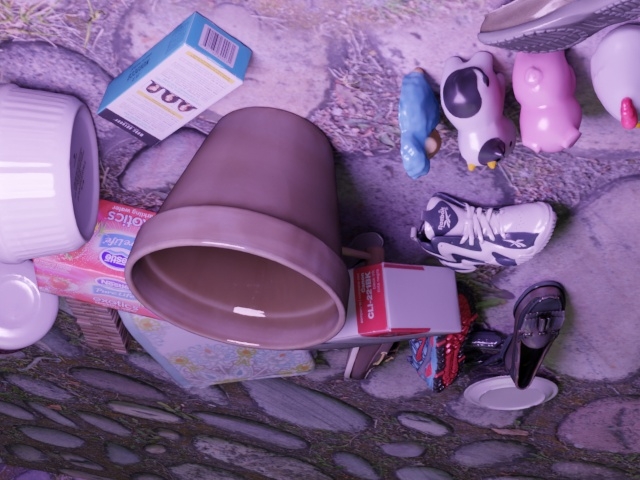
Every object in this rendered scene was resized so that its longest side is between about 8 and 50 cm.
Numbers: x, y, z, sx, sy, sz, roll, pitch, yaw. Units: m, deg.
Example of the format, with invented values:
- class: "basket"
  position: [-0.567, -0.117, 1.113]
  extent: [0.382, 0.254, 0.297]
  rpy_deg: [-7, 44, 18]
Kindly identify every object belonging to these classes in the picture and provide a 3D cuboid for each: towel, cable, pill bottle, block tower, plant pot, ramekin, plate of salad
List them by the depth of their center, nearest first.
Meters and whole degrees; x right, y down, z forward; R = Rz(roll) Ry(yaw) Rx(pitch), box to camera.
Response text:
- class: "plant pot"
  position: [-0.096, -0.029, 1.452]
  extent: [0.323, 0.280, 0.323]
  rpy_deg: [9, 150, 5]
- class: "ramekin"
  position: [-0.416, -0.101, 1.481]
  extent: [0.127, 0.273, 0.273]
  rpy_deg: [-1, 150, -1]
- class: "cable"
  position: [0.309, 0.216, 1.975]
  extent: [0.184, 0.047, 0.150]
  rpy_deg: [-1, 153, 18]
- class: "pill bottle"
  position: [-0.642, 0.140, 2.010]
  extent: [0.181, 0.182, 0.323]
  rpy_deg: [22, 164, -16]
- class: "towel"
  position: [-0.200, 0.188, 2.026]
  extent: [0.320, 0.090, 0.374]
  rpy_deg: [-10, 146, 13]
- class: "block tower"
  position: [-0.460, 0.130, 2.052]
  extent: [0.090, 0.097, 0.335]
  rpy_deg: [9, 152, 7]
- class: "plate of salad"
  position: [0.406, 0.317, 2.102]
  extent: [0.199, 0.048, 0.200]
  rpy_deg: [0, 151, 0]

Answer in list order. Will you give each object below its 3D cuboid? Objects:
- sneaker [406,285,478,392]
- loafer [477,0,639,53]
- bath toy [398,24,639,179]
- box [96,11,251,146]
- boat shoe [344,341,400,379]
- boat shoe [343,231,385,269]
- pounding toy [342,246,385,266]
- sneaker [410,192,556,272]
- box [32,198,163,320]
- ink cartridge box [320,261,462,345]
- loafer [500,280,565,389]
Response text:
- class: "sneaker"
  position: [0.210, 0.175, 1.865]
  extent: [0.125, 0.104, 0.262]
  rpy_deg: [39, 140, 32]
- class: "loafer"
  position: [0.281, -0.275, 1.103]
  extent: [0.094, 0.088, 0.251]
  rpy_deg: [3, 171, -40]
- class: "bath toy"
  position: [0.267, -0.164, 1.240]
  extent: [0.348, 0.129, 0.151]
  rpy_deg: [-9, 144, 31]
- class: "box"
  position: [-0.209, -0.221, 1.385]
  extent: [0.100, 0.060, 0.244]
  rpy_deg: [31, 145, -29]
- class: "boat shoe"
  position: [0.111, 0.192, 1.930]
  extent: [0.096, 0.117, 0.324]
  rpy_deg: [14, 145, 3]
- class: "boat shoe"
  position: [0.076, 0.014, 1.710]
  extent: [0.046, 0.038, 0.125]
  rpy_deg: [56, 139, 7]
- class: "pounding toy"
  position: [0.006, -0.003, 1.632]
  extent: [0.206, 0.094, 0.181]
  rpy_deg: [4, 162, 0]
- class: "sneaker"
  position: [0.237, -0.022, 1.528]
  extent: [0.153, 0.094, 0.235]
  rpy_deg: [21, 161, -32]
- class: "box"
  position: [-0.353, 0.036, 1.788]
  extent: [0.299, 0.154, 0.142]
  rpy_deg: [14, 151, -2]
- class: "ink cartridge box"
  position: [0.069, 0.117, 1.660]
  extent: [0.272, 0.114, 0.197]
  rpy_deg: [-15, 166, 42]
- class: "loafer"
  position: [0.396, 0.178, 1.795]
  extent: [0.096, 0.084, 0.268]
  rpy_deg: [-2, 143, -5]
